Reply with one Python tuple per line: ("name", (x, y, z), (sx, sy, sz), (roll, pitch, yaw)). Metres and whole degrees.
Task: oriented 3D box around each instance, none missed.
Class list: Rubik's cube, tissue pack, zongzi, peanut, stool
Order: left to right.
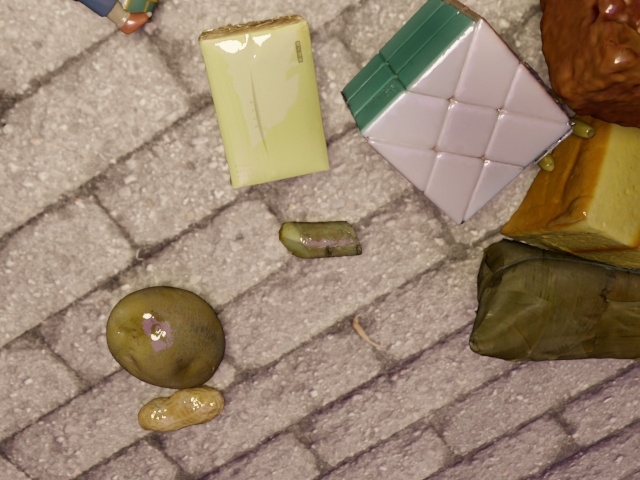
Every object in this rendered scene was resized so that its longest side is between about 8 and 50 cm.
("peanut", (-0.274, 0.328, 1.247), (0.174, 0.080, 0.080), (-16, 118, 2))
("tissue pack", (-0.084, -0.215, 0.977), (0.159, 0.125, 0.234), (-11, 117, -4))
("Rubik's cube", (0.193, -0.201, 0.964), (0.221, 0.224, 0.231), (39, 109, -24))
("stool", (0.373, -0.195, 1.069), (0.135, 0.110, 0.134), (-1, 115, -9))
("zongzi", (0.425, 0.136, 1.034), (0.356, 0.393, 0.174), (11, 107, 15))

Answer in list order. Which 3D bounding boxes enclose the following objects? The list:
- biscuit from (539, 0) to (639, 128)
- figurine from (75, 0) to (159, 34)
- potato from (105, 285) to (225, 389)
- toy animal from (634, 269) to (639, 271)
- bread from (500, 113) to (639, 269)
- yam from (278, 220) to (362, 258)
("biscuit", (0.489, -0.324, 0.901), (0.395, 0.166, 0.342), (8, 70, -21))
("figurine", (-0.251, -0.425, 0.839), (0.161, 0.158, 0.275), (36, 110, 15))
("potato", (-0.269, 0.174, 1.131), (0.178, 0.160, 0.235), (-10, 131, 23))
("toy animal", (0.625, 0.071, 1.241), (0.186, 0.094, 0.214), (-40, 149, -16))
("bread", (0.530, -0.149, 1.151), (0.233, 0.245, 0.361), (20, 81, -16))
("yam", (0.000, 0.000, 1.130), (0.146, 0.070, 0.069), (-3, 117, -9))
